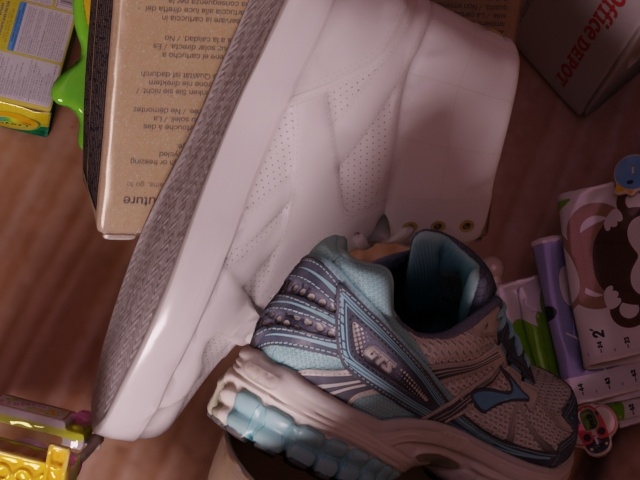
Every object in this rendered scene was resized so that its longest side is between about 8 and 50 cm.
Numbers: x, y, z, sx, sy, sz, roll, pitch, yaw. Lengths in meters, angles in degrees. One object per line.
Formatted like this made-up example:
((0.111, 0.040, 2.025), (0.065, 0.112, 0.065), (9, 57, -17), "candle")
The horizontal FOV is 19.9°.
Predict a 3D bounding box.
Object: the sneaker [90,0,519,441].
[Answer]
((0.000, 0.000, 0.978), (0.169, 0.108, 0.292), (22, 104, -21), "sneaker")

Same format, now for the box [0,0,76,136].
((-0.240, -0.134, 1.106), (0.179, 0.043, 0.105), (14, 67, -6), "box")

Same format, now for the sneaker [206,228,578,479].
((0.070, 0.064, 0.949), (0.110, 0.283, 0.122), (30, 101, 33), "sneaker")

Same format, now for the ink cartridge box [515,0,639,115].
((0.144, -0.209, 1.137), (0.092, 0.160, 0.219), (-36, 79, -21), "ink cartridge box")

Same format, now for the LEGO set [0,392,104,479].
((-0.140, 0.164, 0.992), (0.287, 0.107, 0.132), (35, 101, 1), "LEGO set")

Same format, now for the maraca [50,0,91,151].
((-0.094, -0.133, 1.102), (0.127, 0.099, 0.186), (20, 82, -23), "maraca")

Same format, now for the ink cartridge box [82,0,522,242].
((-0.012, -0.103, 1.038), (0.234, 0.193, 0.088), (1, 24, -18), "ink cartridge box")

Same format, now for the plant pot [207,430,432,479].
((0.047, 0.231, 0.908), (0.284, 0.284, 0.191), (24, 98, 0), "plant pot")

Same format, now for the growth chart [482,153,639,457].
((0.206, 0.023, 1.069), (0.237, 0.021, 0.172), (-28, 68, 18), "growth chart")
